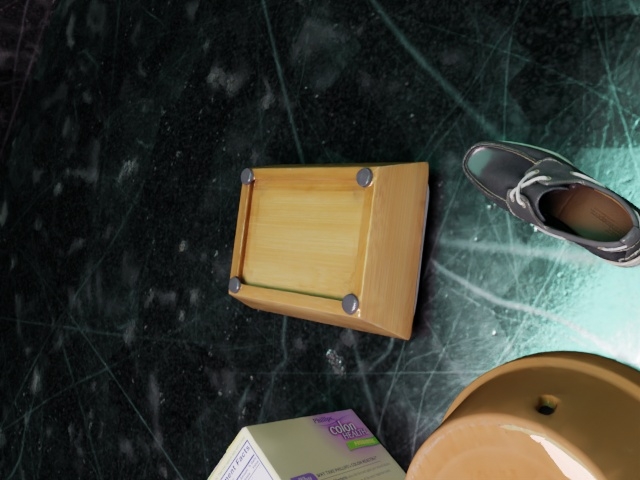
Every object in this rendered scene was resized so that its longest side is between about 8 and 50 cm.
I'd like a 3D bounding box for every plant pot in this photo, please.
[{"bbox_3d":[0.209,0.253,0.543,0.290,0.203,0.291,-7,79,39],"label":"plant pot"}]

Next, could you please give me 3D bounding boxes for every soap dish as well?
[{"bbox_3d":[0.000,0.000,0.803,0.290,0.118,0.229,5,87,40],"label":"soap dish"}]

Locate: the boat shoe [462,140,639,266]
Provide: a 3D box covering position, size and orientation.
[{"bbox_3d":[0.249,-0.055,0.638,0.233,0.079,0.084,40,110,37],"label":"boat shoe"}]

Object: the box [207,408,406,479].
[{"bbox_3d":[0.020,0.335,0.674,0.243,0.213,0.117,45,110,34],"label":"box"}]
